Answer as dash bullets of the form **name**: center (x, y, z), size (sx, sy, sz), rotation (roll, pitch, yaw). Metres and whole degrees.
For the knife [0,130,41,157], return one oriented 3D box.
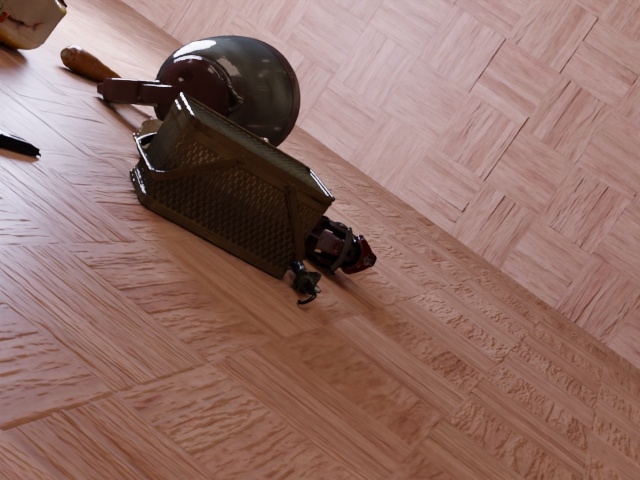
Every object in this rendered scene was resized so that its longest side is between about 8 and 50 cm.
- **knife**: center (-0.369, -0.118, 1.265), size (0.031, 0.018, 0.121), rotation (31, 7, 27)

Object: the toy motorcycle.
- **toy motorcycle**: center (0.000, 0.001, 1.732), size (0.213, 0.082, 0.122), rotation (23, 2, -13)

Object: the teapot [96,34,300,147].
- **teapot**: center (-0.228, -0.265, 1.950), size (0.315, 0.233, 0.312), rotation (6, 8, 16)

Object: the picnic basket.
- **picnic basket**: center (-0.128, -0.079, 1.513), size (0.267, 0.139, 0.165), rotation (29, 11, -24)

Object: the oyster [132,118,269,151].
- **oyster**: center (-0.185, -0.125, 1.730), size (0.233, 0.107, 0.161), rotation (-4, 40, -44)

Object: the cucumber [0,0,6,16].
- **cucumber**: center (-0.624, -0.394, 1.539), size (0.325, 0.105, 0.145), rotation (33, 37, -9)

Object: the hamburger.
- **hamburger**: center (-0.551, -0.456, 1.816), size (0.295, 0.151, 0.227), rotation (53, -2, 26)

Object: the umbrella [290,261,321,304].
- **umbrella**: center (-0.022, 0.044, 1.560), size (0.044, 0.044, 0.269), rotation (63, 2, -17)

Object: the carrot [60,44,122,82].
- **carrot**: center (-0.415, -0.317, 2.020), size (0.048, 0.048, 0.216), rotation (39, 6, 26)
